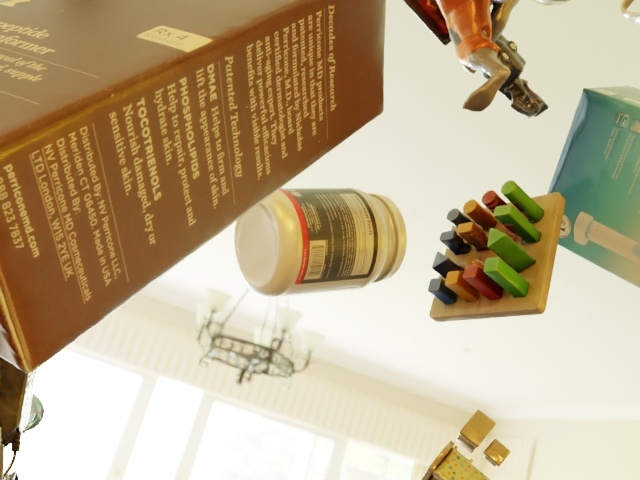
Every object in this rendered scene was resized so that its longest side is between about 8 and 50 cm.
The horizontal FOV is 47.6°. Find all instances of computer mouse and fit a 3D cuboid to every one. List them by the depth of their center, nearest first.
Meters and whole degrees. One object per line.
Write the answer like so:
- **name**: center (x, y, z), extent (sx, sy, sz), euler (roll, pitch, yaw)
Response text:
- **computer mouse**: center (-0.364, 0.184, 0.813), extent (0.060, 0.262, 0.184), euler (8, -6, -12)

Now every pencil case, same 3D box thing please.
- **pencil case**: center (-0.470, 0.262, 1.086), extent (0.065, 0.070, 0.151), euler (5, -8, 1)

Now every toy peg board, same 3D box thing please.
- **toy peg board**: center (0.198, 0.007, 0.892), extent (0.079, 0.161, 0.161), euler (37, -31, -32)

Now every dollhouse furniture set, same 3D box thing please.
- **dollhouse furniture set**: center (0.273, 0.365, 1.104), extent (0.182, 0.161, 0.101), euler (38, -34, 20)

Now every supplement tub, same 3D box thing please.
- **supplement tub**: center (0.000, 0.000, 1.311), extent (0.272, 0.191, 0.191), euler (-3, -6, -36)

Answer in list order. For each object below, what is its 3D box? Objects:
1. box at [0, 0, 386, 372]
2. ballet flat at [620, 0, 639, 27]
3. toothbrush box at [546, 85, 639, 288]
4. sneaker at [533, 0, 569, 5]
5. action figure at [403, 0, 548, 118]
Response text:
- **box**: center (-0.125, -0.099, 0.510), extent (0.191, 0.381, 0.143), euler (19, -52, 27)
- **ballet flat**: center (0.283, -0.229, 0.621), extent (0.079, 0.221, 0.077), euler (-40, -40, 18)
- **toothbrush box**: center (0.454, -0.049, 0.920), extent (0.126, 0.216, 0.295), euler (-12, 34, -39)
- **sneaker**: center (0.273, -0.416, 0.786), extent (0.112, 0.296, 0.131), euler (-4, 6, 5)
- **action figure**: center (0.224, -0.300, 0.948), extent (0.341, 0.330, 0.178), euler (41, -52, -13)
